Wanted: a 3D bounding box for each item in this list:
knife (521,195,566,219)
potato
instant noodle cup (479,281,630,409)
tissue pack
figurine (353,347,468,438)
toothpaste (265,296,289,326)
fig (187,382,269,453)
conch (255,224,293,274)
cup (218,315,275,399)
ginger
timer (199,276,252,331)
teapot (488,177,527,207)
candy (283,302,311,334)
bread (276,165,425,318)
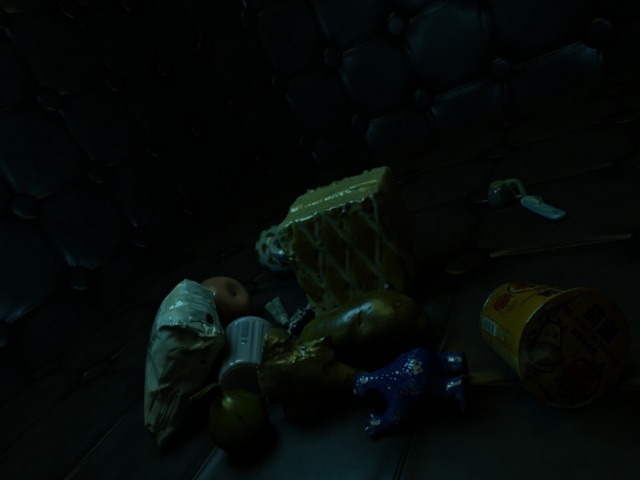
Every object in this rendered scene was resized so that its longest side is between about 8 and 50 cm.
[{"bbox_3d":[0.725,-0.112,1.355,0.064,0.031,0.222,-21,20,5],"label":"knife"},{"bbox_3d":[0.099,0.225,1.078,0.369,0.176,0.195,-22,17,28],"label":"potato"},{"bbox_3d":[0.419,0.175,0.778,0.216,0.215,0.172,-28,11,-5],"label":"instant noodle cup"},{"bbox_3d":[-0.421,0.336,1.227,0.375,0.195,0.390,-67,22,12],"label":"tissue pack"},{"bbox_3d":[0.181,0.294,0.872,0.262,0.120,0.164,-23,23,16],"label":"figurine"},{"bbox_3d":[-0.152,0.258,1.498,0.067,0.037,0.255,-36,18,-10],"label":"toothpaste"},{"bbox_3d":[-0.210,0.407,0.981,0.148,0.186,0.142,-25,1,-19],"label":"fig"},{"bbox_3d":[-0.162,0.045,1.824,0.368,0.250,0.197,-67,-1,-67],"label":"conch"},{"bbox_3d":[-0.183,0.325,1.176,0.221,0.166,0.202,-33,22,8],"label":"cup"},{"bbox_3d":[-0.020,0.322,0.980,0.270,0.218,0.123,13,5,12],"label":"ginger"},{"bbox_3d":[-0.368,0.249,1.492,0.215,0.230,0.229,-42,14,21],"label":"timer"},{"bbox_3d":[0.671,-0.182,1.511,0.124,0.090,0.092,-23,21,10],"label":"teapot"},{"bbox_3d":[-0.069,0.268,1.360,0.094,0.051,0.226,0,33,32],"label":"candy"},{"bbox_3d":[0.097,0.015,1.306,0.371,0.389,0.279,-15,18,25],"label":"bread"}]
